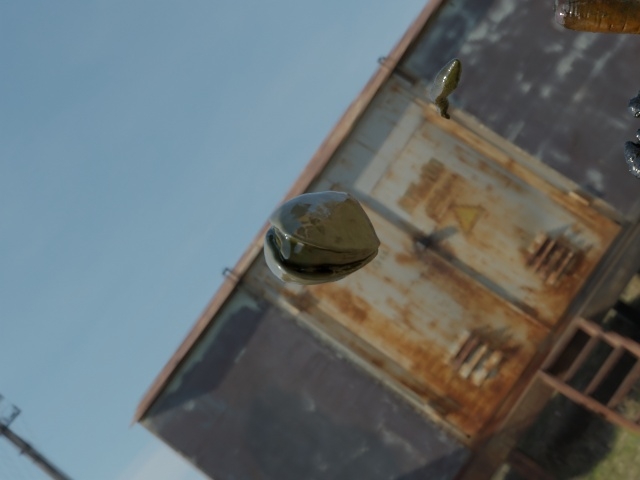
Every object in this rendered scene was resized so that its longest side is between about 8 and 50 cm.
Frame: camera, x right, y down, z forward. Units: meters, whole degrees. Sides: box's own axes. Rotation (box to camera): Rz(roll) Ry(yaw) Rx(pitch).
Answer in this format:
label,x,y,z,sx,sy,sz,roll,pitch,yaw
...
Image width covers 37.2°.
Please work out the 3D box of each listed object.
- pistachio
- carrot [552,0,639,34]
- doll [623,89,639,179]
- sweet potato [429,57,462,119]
label,x,y,z,sx,sy,sz,roll,pitch,yaw
pistachio,0.000,0.000,1.246,0.136,0.136,0.226,-59,-16,18
carrot,0.399,-0.298,1.242,0.060,0.186,0.060,7,-90,-83
doll,0.511,-0.144,1.411,0.139,0.165,0.057,-47,-2,16
sweet potato,0.197,-0.241,1.511,0.038,0.041,0.153,-52,-14,-22
